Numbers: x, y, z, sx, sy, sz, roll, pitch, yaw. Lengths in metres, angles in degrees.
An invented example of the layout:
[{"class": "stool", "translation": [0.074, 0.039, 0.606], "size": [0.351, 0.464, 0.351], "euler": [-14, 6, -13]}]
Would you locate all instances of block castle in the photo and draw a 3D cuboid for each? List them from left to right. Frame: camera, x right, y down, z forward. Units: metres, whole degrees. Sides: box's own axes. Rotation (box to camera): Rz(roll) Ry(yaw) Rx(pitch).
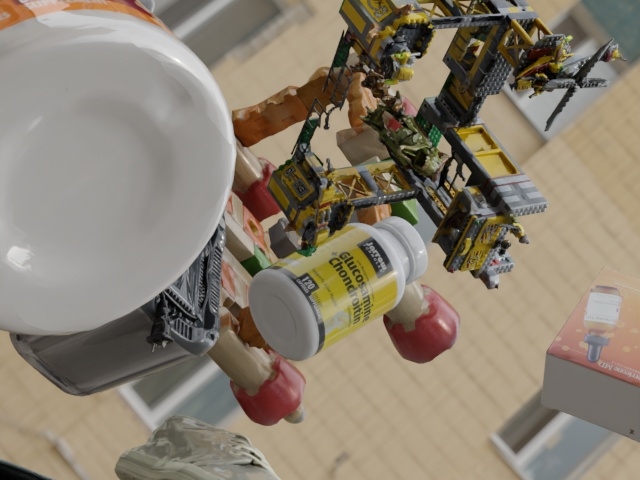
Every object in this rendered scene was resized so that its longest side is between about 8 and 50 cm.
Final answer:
[{"class": "block castle", "translation": [0.000, 0.000, 1.978], "size": [0.213, 0.303, 0.453], "euler": [52, 22, -38]}]

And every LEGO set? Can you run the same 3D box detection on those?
[{"class": "LEGO set", "translation": [0.114, -0.083, 1.446], "size": [0.192, 0.255, 0.331], "euler": [56, -49, 32]}]

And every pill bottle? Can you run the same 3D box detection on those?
[{"class": "pill bottle", "translation": [-0.239, -0.123, 1.110], "size": [0.392, 0.224, 0.224], "euler": [45, -18, 47]}, {"class": "pill bottle", "translation": [0.022, 0.044, 1.630], "size": [0.103, 0.184, 0.103], "euler": [32, -43, 36]}]

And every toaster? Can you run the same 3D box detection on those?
[{"class": "toaster", "translation": [-0.169, 0.034, 1.313], "size": [0.129, 0.146, 0.227], "euler": [46, 30, -37]}]

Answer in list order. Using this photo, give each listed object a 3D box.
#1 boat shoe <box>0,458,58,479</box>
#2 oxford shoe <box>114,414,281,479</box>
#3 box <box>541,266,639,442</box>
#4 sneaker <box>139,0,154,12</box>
[{"class": "boat shoe", "translation": [-0.221, 0.281, 1.458], "size": [0.319, 0.116, 0.099], "euler": [13, -71, 26]}, {"class": "oxford shoe", "translation": [-0.110, 0.295, 1.877], "size": [0.169, 0.130, 0.449], "euler": [55, -21, -20]}, {"class": "box", "translation": [0.353, 0.131, 1.832], "size": [0.130, 0.170, 0.091], "euler": [20, -45, 23]}, {"class": "sneaker", "translation": [-0.296, -0.313, 2.018], "size": [0.137, 0.366, 0.210], "euler": [38, -44, -23]}]
